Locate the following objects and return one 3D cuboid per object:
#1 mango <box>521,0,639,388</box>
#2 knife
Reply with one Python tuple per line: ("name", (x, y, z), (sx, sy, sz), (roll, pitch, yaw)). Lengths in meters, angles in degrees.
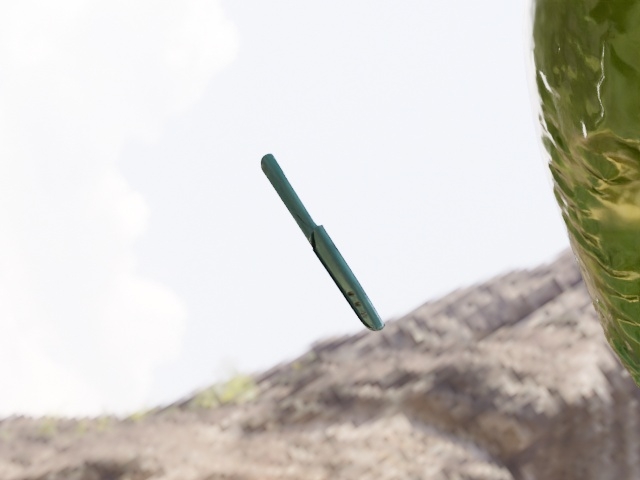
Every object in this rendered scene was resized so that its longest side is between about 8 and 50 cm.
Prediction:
("mango", (0.093, -0.037, 0.360), (0.178, 0.119, 0.100), (94, -11, -47))
("knife", (0.000, 0.000, 0.689), (0.091, 0.005, 0.014), (57, -26, 34))
